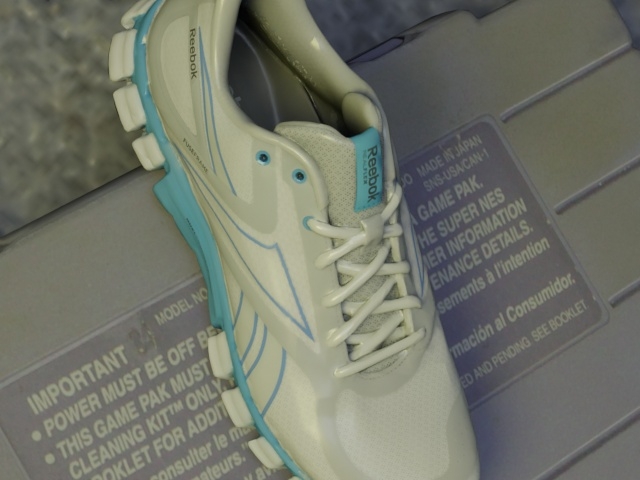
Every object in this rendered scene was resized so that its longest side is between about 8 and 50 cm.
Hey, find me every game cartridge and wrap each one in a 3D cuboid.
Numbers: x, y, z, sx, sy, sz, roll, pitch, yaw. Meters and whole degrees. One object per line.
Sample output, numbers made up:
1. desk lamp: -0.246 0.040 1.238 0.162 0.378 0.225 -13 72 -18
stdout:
1. game cartridge: 0.006 0.070 0.657 0.355 0.068 0.230 -29 83 -28

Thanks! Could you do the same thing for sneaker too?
1. sneaker: 0.000 0.000 0.598 0.071 0.083 0.191 -26 88 -30
